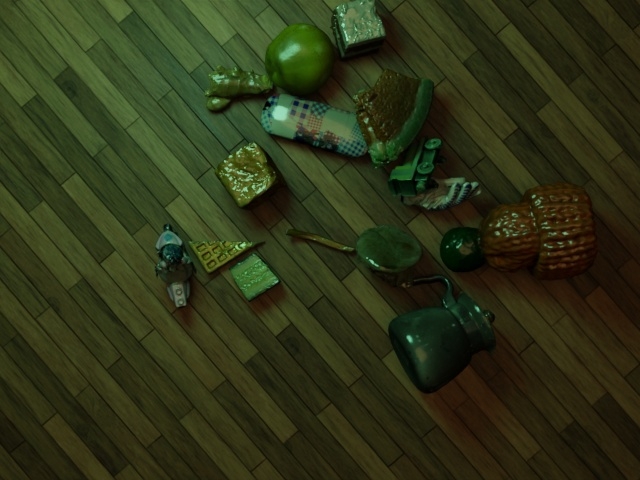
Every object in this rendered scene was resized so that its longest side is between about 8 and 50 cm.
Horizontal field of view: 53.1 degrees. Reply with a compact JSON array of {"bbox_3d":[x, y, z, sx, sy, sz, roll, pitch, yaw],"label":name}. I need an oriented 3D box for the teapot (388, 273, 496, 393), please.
[{"bbox_3d":[0.342,0.247,1.796,0.285,0.305,0.223,-24,126,-7],"label":"teapot"}]

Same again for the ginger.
[{"bbox_3d":[-0.245,-0.451,1.835,0.206,0.081,0.115,-19,101,0],"label":"ginger"}]

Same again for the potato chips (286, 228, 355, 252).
[{"bbox_3d":[0.000,0.000,1.855,0.204,0.037,0.026,17,100,-5],"label":"potato chips"}]

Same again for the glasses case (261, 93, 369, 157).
[{"bbox_3d":[-0.007,-0.329,1.834,0.328,0.076,0.125,15,90,-1],"label":"glasses case"}]

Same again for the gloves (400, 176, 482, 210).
[{"bbox_3d":[0.342,-0.138,1.823,0.229,0.097,0.119,-3,47,16],"label":"gloves"}]

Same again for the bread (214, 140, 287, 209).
[{"bbox_3d":[-0.195,-0.177,1.802,0.158,0.149,0.143,-31,86,0],"label":"bread"}]

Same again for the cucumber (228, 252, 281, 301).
[{"bbox_3d":[-0.189,0.104,1.840,0.115,0.062,0.116,-33,82,-2],"label":"cucumber"}]

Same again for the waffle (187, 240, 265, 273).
[{"bbox_3d":[-0.274,0.003,1.861,0.191,0.032,0.125,-33,87,-2],"label":"waffle"}]

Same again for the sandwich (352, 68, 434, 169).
[{"bbox_3d":[0.207,-0.367,1.784,0.292,0.109,0.212,-46,107,-18],"label":"sandwich"}]

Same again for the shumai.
[{"bbox_3d":[0.192,0.055,1.816,0.202,0.201,0.120,10,130,1],"label":"shumai"}]

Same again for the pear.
[{"bbox_3d":[-0.054,-0.504,1.785,0.198,0.198,0.198,0,89,0],"label":"pear"}]

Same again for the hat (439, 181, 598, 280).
[{"bbox_3d":[0.533,-0.032,1.754,0.401,0.285,0.285,3,89,12],"label":"hat"}]

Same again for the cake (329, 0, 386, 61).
[{"bbox_3d":[0.103,-0.595,1.802,0.135,0.147,0.135,-16,91,1],"label":"cake"}]

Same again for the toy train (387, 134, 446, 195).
[{"bbox_3d":[0.274,-0.212,1.793,0.132,0.083,0.200,2,46,25],"label":"toy train"}]

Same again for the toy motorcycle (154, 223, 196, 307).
[{"bbox_3d":[-0.409,0.071,1.772,0.108,0.204,0.239,-26,93,-11],"label":"toy motorcycle"}]
